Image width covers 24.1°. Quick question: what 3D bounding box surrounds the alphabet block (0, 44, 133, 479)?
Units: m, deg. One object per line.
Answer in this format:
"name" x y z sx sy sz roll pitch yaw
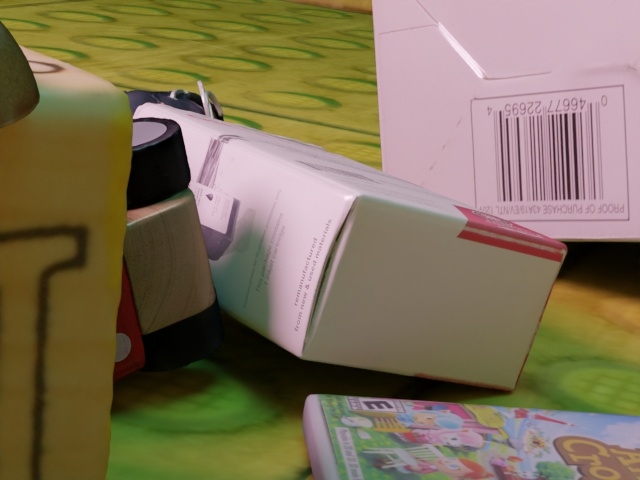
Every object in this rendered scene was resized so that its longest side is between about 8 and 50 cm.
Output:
"alphabet block" -0.200 0.020 0.534 0.197 0.193 0.192 -4 20 -34

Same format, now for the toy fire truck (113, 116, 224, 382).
"toy fire truck" -0.204 0.001 0.746 0.246 0.159 0.217 -23 25 -28

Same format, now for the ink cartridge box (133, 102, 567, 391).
"ink cartridge box" 0.000 0.000 0.837 0.158 0.092 0.218 13 10 -38

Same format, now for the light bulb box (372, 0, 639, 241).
"light bulb box" 0.287 -0.123 1.073 0.361 0.225 0.358 -6 4 -39

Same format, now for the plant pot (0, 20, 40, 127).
"plant pot" -0.197 -0.064 0.418 0.236 0.032 0.236 7 15 -2

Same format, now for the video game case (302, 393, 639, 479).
"video game case" 0.097 0.117 0.627 0.193 0.023 0.212 5 15 -7

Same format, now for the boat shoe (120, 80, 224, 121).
"boat shoe" -0.108 -0.069 1.109 0.079 0.095 0.254 -5 6 -1
